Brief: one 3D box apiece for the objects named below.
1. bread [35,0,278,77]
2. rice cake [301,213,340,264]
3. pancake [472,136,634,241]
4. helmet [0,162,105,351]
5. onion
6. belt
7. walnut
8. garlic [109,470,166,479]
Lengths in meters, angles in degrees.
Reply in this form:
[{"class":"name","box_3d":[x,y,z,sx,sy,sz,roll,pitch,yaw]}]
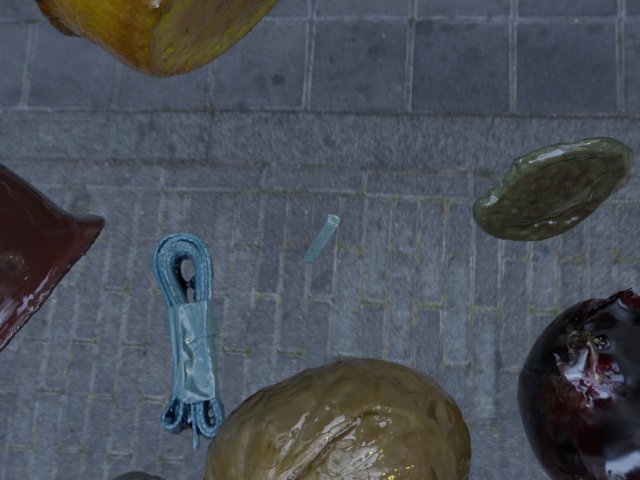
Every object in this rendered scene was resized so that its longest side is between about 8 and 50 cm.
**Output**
[{"class":"bread","box_3d":[-0.122,-0.283,0.684,0.172,0.312,0.312,42,85,7]},{"class":"rice cake","box_3d":[0.000,0.000,1.265,0.022,0.121,0.021,26,47,-6]},{"class":"pancake","box_3d":[0.329,-0.065,1.101,0.236,0.222,0.042,-36,50,33]},{"class":"helmet","box_3d":[-0.448,0.011,0.820,0.385,0.337,0.230,-44,117,-21]},{"class":"onion","box_3d":[0.406,0.210,1.056,0.314,0.232,0.314,-23,53,35]},{"class":"belt","box_3d":[-0.185,0.138,1.087,0.087,0.072,0.302,-4,74,-10]},{"class":"walnut","box_3d":[0.024,0.268,0.856,0.252,0.313,0.277,11,98,37]},{"class":"garlic","box_3d":[-0.200,0.400,0.979,0.228,0.228,0.152,35,66,15]}]
